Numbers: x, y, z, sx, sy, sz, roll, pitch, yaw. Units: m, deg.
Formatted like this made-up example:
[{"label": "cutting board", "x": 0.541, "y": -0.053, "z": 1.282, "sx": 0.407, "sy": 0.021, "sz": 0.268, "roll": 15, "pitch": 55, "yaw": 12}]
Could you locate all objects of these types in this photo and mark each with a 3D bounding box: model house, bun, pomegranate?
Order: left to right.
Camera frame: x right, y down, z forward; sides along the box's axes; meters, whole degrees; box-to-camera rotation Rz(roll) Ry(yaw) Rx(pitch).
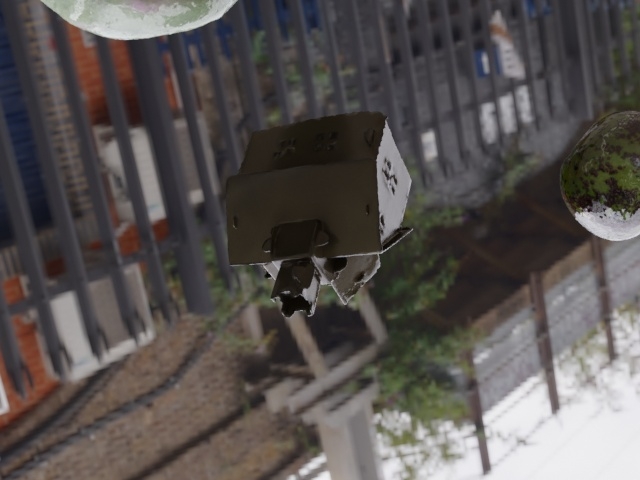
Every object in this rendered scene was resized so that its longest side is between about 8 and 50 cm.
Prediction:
[{"label": "bun", "x": -0.222, "y": -0.389, "z": 1.502, "sx": 0.293, "sy": 0.187, "sz": 0.293, "roll": 4, "pitch": -130, "yaw": -4}, {"label": "model house", "x": 0.000, "y": 0.000, "z": 1.548, "sx": 0.211, "sy": 0.204, "sz": 0.243, "roll": -6, "pitch": -132, "yaw": 26}, {"label": "pomegranate", "x": 0.335, "y": -0.063, "z": 1.316, "sx": 0.163, "sy": 0.138, "sz": 0.125, "roll": 20, "pitch": -177, "yaw": -15}]
